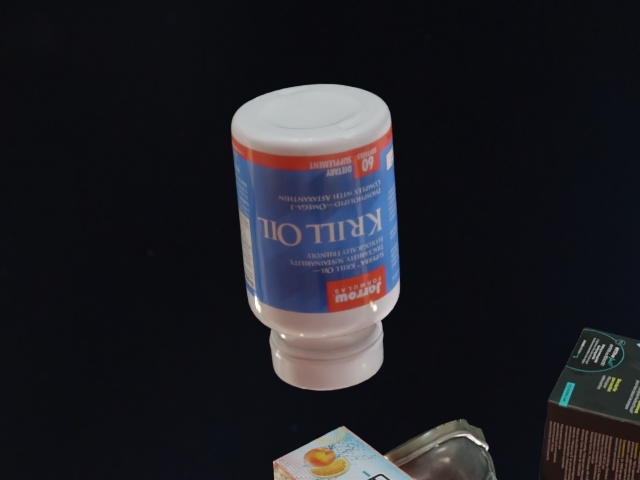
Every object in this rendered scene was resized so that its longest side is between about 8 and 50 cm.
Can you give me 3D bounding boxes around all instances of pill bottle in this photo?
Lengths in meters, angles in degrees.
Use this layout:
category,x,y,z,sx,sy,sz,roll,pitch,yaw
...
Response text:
category,x,y,z,sx,sy,sz,roll,pitch,yaw
pill bottle,0.000,0.000,1.310,0.124,0.124,0.221,4,-63,19

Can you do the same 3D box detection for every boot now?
category,x,y,z,sx,sy,sz,roll,pitch,yaw
boot,0.143,0.255,1.388,0.076,0.190,0.208,-29,-109,22

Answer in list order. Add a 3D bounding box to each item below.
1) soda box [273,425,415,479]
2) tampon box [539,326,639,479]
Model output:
category,x,y,z,sx,sy,sz,roll,pitch,yaw
soda box,0.048,0.186,1.002,0.183,0.058,0.063,33,-44,45
tampon box,0.278,0.161,1.396,0.161,0.120,0.101,13,-57,19
